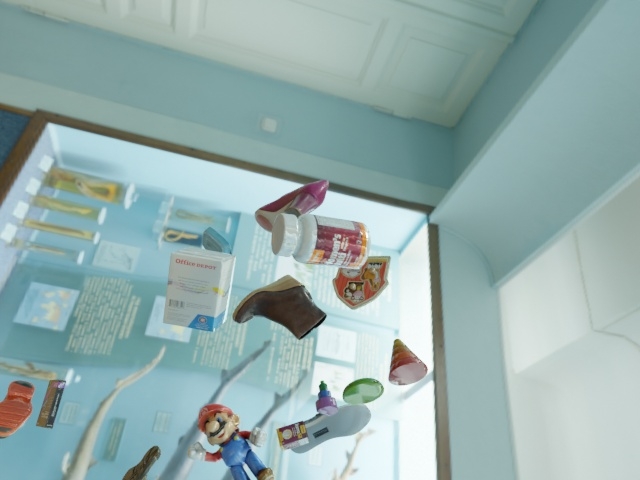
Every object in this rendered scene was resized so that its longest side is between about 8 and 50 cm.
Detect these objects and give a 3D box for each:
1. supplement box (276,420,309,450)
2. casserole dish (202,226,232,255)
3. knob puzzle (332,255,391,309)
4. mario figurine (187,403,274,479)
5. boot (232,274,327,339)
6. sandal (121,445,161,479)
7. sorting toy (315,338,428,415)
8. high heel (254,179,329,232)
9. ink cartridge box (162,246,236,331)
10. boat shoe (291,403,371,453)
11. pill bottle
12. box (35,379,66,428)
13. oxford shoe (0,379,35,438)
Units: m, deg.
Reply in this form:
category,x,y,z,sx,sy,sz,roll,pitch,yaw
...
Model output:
category,x,y,z,sx,sy,sz,roll,pitch,yaw
supplement box,-0.080,0.567,1.477,0.043,0.083,0.055,78,-8,-47
casserole dish,-0.447,0.023,2.167,0.188,0.037,0.114,38,-49,29
knob puzzle,0.121,0.126,1.598,0.030,0.213,0.213,57,30,-46
mario figurine,-0.291,0.643,1.591,0.320,0.198,0.170,43,-49,31
boot,-0.130,0.233,1.596,0.207,0.248,0.090,47,-18,30
sandal,-0.600,0.786,1.715,0.219,0.060,0.090,-49,-153,1
sorting toy,0.138,0.402,1.537,0.365,0.127,0.126,-29,-136,16
high heel,-0.110,-0.127,1.919,0.181,0.127,0.377,-46,-158,-28
ink cartridge box,-0.391,0.153,1.665,0.168,0.171,0.233,-46,146,-82
boat shoe,0.030,0.650,1.803,0.113,0.306,0.105,61,0,-7
pill bottle,0.000,0.000,1.234,0.121,0.221,0.121,-172,-90,-67
box,-0.946,0.572,1.786,0.116,0.029,0.162,-17,-121,45
oxford shoe,-0.918,0.522,1.515,0.098,0.097,0.271,-66,-160,4
